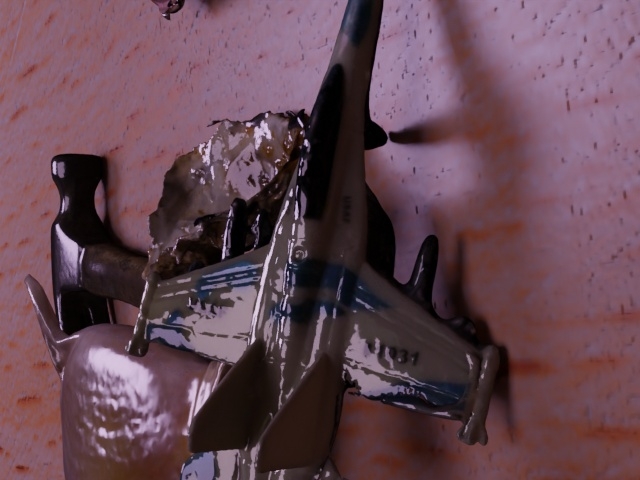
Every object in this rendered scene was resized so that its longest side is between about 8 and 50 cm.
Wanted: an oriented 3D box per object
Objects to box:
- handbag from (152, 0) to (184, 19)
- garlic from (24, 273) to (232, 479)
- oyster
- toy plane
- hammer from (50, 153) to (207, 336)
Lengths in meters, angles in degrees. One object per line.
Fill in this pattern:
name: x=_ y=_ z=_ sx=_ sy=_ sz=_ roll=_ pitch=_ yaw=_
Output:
handbag: x=-0.121 y=-0.235 z=0.817 sx=0.205 sy=0.116 sz=0.179 roll=-45 pitch=52 yaw=51
garlic: x=-0.109 y=0.117 z=0.841 sx=0.266 sy=0.128 sz=0.149 roll=14 pitch=87 yaw=45
oyster: x=-0.041 y=-0.024 z=0.763 sx=0.148 sy=0.051 sz=0.103 roll=-22 pitch=41 yaw=56
toy plane: x=0.005 y=0.002 z=0.650 sx=0.192 sy=0.088 sz=0.262 roll=12 pitch=81 yaw=30
hammer: x=-0.093 y=0.031 z=0.900 sx=0.440 sy=0.044 sz=0.168 roll=8 pitch=102 yaw=63
